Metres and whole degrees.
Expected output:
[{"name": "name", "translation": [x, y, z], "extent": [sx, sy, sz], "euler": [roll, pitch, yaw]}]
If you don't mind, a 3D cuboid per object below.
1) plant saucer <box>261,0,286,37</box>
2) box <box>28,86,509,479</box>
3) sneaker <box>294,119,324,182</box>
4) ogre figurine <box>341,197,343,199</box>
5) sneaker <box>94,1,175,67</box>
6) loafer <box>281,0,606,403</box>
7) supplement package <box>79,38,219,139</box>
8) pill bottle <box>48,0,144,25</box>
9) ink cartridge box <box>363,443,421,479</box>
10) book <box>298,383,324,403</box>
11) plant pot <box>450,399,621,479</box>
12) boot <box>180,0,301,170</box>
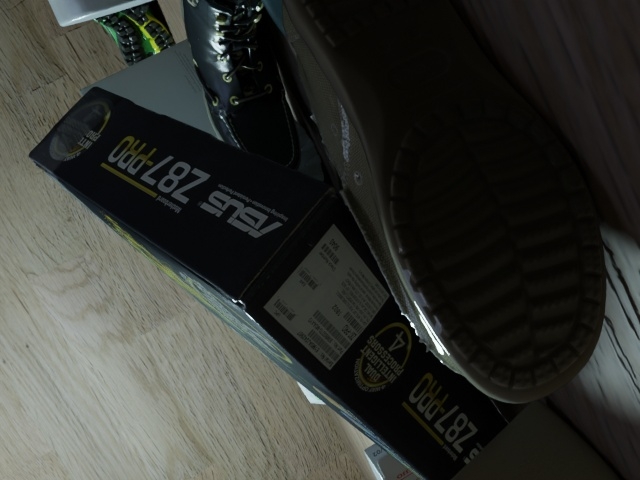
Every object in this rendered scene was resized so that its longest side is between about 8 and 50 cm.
[{"name": "plant saucer", "translation": [-0.020, -0.194, 0.508], "extent": [0.195, 0.037, 0.195], "euler": [58, 171, 15]}, {"name": "box", "translation": [-0.026, 0.056, 0.617], "extent": [0.318, 0.097, 0.395], "euler": [31, 166, 44]}, {"name": "sneaker", "translation": [-0.033, -0.055, 0.852], "extent": [0.095, 0.090, 0.235], "euler": [-117, 4, -65]}, {"name": "ogre figurine", "translation": [0.000, 0.000, 0.761], "extent": [0.197, 0.097, 0.118], "euler": [21, -169, -22]}, {"name": "sneaker", "translation": [-0.395, -0.468, 1.371], "extent": [0.146, 0.134, 0.344], "euler": [56, 170, 28]}, {"name": "loafer", "translation": [0.057, -0.045, 0.380], "extent": [0.092, 0.101, 0.269], "euler": [92, 157, -74]}, {"name": "supplement package", "translation": [-0.171, -0.137, 0.955], "extent": [0.194, 0.203, 0.149], "euler": [57, 169, 25]}, {"name": "pill bottle", "translation": [-0.245, -0.369, 0.672], "extent": [0.169, 0.169, 0.302], "euler": [-142, 32, -67]}, {"name": "ink cartridge box", "translation": [0.131, 0.316, 0.997], "extent": [0.061, 0.104, 0.181], "euler": [47, 162, 54]}, {"name": "book", "translation": [0.030, 0.293, 1.431], "extent": [0.144, 0.035, 0.096], "euler": [-3, 127, 30]}, {"name": "plant pot", "translation": [0.166, 0.203, 0.511], "extent": [0.096, 0.109, 0.109], "euler": [29, 149, 49]}, {"name": "boot", "translation": [-0.080, -0.177, 0.690], "extent": [0.178, 0.085, 0.237], "euler": [150, 98, -82]}]
